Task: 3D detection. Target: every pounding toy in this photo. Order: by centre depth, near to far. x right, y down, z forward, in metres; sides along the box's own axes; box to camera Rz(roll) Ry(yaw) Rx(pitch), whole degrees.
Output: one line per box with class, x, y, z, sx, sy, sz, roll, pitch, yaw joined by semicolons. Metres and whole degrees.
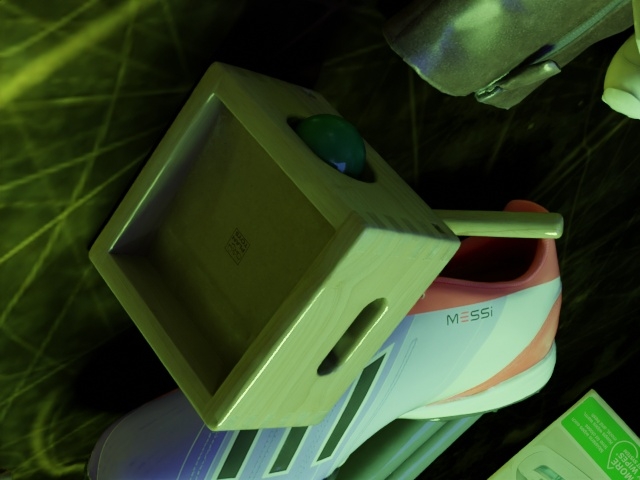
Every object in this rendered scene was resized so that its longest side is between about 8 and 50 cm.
pounding toy;0.000;0.000;0.491;0.100;0.130;0.141;8;125;-53

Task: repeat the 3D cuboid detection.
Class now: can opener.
can opener;0.023;0.196;0.823;0.280;0.093;0.074;-48;149;2

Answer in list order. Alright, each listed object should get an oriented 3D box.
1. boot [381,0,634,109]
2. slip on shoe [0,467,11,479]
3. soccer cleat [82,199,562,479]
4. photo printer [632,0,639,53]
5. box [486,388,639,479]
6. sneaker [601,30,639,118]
boot;0.161;-0.147;0.556;0.207;0.090;0.248;-44;153;29
slip on shoe;-0.189;0.111;0.515;0.135;0.051;0.041;38;60;-51
soccer cleat;0.012;0.061;0.635;0.318;0.108;0.117;-16;121;-33
photo printer;0.205;-0.183;0.377;0.256;0.107;0.308;8;84;-47
box;0.255;0.303;1.176;0.231;0.127;0.262;-42;150;3
sneaker;0.251;-0.143;0.652;0.235;0.090;0.095;-31;136;-23
